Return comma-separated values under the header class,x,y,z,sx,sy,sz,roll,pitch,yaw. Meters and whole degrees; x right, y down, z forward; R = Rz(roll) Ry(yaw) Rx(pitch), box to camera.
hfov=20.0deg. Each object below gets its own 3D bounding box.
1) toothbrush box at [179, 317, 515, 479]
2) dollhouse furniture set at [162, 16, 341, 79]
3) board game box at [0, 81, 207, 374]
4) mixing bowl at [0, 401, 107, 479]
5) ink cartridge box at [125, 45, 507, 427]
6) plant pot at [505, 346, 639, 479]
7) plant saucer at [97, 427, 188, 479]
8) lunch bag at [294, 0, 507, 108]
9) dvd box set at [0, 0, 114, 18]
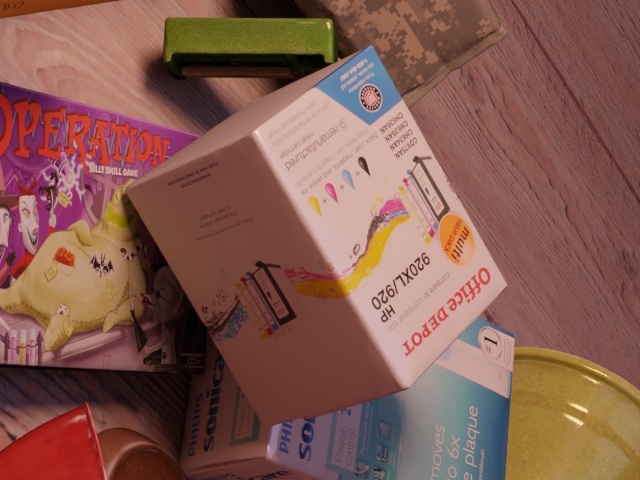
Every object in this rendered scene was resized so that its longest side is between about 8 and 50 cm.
class,x,y,z,sx,sy,sz,roll,pitch,yaw
toothbrush box,0.030,0.146,1.644,0.295,0.126,0.216,27,59,-35
dollhouse furniture set,-0.054,-0.088,1.737,0.301,0.151,0.197,53,37,-84
board game box,-0.192,-0.001,1.422,0.347,0.056,0.208,10,78,-61
mixing bowl,-0.196,0.213,1.291,0.181,0.098,0.181,168,-90,-79
ink cartridge box,0.000,0.000,1.456,0.171,0.168,0.233,-40,104,-43
plant pot,0.209,0.296,1.870,0.254,0.276,0.276,-54,125,-39
plant saucer,-0.145,0.234,1.477,0.168,0.029,0.168,32,52,-52
lunch bag,0.033,-0.301,1.833,0.235,0.169,0.287,52,2,-35
dvd box set,-0.310,-0.262,1.157,0.420,0.062,0.307,-19,66,-50
